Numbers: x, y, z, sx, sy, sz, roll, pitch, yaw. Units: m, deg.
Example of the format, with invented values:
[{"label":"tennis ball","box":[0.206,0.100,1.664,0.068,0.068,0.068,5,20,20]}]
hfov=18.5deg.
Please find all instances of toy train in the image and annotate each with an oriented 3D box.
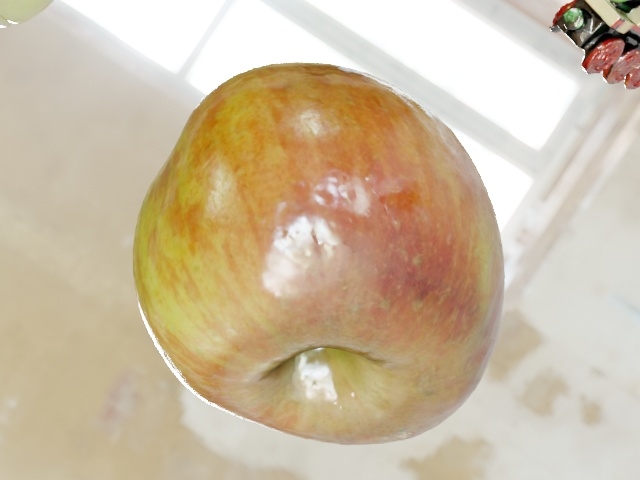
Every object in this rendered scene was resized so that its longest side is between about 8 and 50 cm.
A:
[{"label":"toy train","box":[0.212,-0.152,1.336,0.087,0.050,0.138,-47,-25,18]}]

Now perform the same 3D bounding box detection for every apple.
[{"label":"apple","box":[0.000,0.000,1.529,0.301,0.301,0.301,-57,0,0]}]

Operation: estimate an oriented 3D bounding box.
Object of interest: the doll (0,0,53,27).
[{"label":"doll","box":[-0.227,-0.267,1.559,0.296,0.141,0.117,-39,33,12]}]
